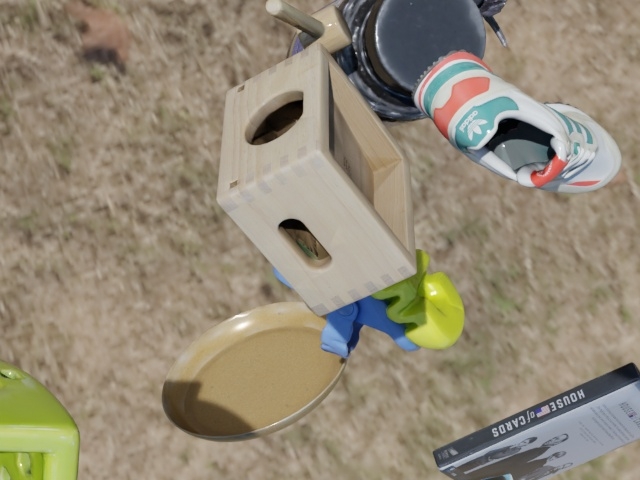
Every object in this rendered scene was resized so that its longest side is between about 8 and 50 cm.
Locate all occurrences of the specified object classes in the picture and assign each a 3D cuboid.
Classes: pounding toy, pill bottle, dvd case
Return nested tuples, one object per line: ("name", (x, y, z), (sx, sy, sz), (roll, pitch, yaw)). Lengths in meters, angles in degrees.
("pounding toy", (-0.020, -0.084, 1.026), (0.094, 0.206, 0.181), (-25, 127, 21))
("pill bottle", (0.055, -0.156, 1.218), (0.123, 0.219, 0.122), (0, 89, -17))
("dvd case", (0.262, 0.218, 1.604), (0.239, 0.029, 0.179), (-27, 150, 13))

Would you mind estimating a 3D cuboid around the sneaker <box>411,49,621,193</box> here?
("sneaker", (0.124, -0.049, 0.828), (0.161, 0.075, 0.057), (23, 116, -39))

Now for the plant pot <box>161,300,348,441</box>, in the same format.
("plant pot", (-0.072, 0.158, 1.700), (0.236, 0.236, 0.032), (-24, 121, -4))

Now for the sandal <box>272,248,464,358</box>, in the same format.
("sandal", (0.000, 0.000, 1.430), (0.138, 0.126, 0.317), (-32, 96, 29))

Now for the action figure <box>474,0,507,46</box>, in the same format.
("action figure", (0.092, -0.293, 1.405), (0.276, 0.164, 0.141), (31, 71, -39))

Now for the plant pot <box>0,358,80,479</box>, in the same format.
("plant pot", (-0.291, 0.165, 0.882), (0.228, 0.207, 0.227), (2, 112, -26))

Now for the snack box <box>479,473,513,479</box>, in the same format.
("snack box", (0.059, 0.362, 1.482), (0.322, 0.060, 0.187), (-13, 113, 6))
